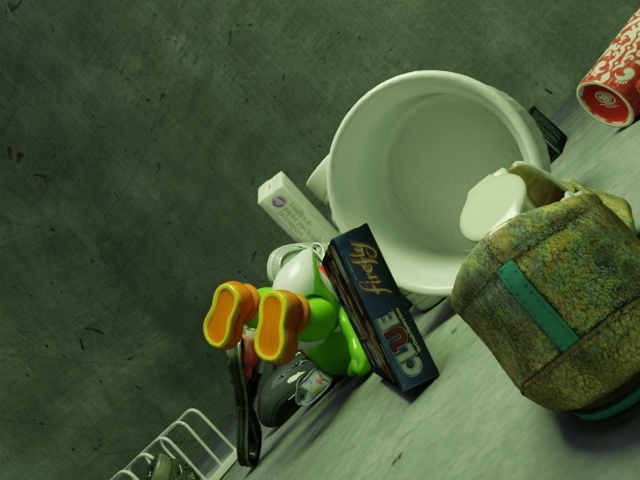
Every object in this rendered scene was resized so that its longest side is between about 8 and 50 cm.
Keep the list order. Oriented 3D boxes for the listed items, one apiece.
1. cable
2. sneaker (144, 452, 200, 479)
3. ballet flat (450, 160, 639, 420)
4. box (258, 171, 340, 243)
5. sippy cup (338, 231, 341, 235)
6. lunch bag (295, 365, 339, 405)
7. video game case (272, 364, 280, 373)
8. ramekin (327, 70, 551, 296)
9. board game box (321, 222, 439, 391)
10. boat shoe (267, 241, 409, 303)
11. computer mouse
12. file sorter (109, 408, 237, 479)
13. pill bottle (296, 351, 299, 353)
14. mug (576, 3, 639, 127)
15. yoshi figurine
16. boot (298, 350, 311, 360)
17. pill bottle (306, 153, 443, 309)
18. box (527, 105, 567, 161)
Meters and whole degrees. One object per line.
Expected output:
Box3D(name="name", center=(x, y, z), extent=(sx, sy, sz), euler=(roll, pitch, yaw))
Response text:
Box3D(name="cable", center=(-0.117, 0.263, 1.144), extent=(0.072, 0.287, 0.139), euler=(-2, 0, 11))
Box3D(name="sneaker", center=(-0.279, 0.519, 1.198), extent=(0.087, 0.130, 0.227), euler=(-42, 28, 52))
Box3D(name="ballet flat", center=(0.146, 0.001, 0.443), extent=(0.123, 0.123, 0.348), euler=(-46, -4, 18))
Box3D(name="box", center=(0.000, 0.000, 1.334), extent=(0.063, 0.324, 0.067), euler=(-35, 30, 16))
Box3D(name="sippy cup", center=(0.169, 0.050, 1.892), extent=(0.306, 0.240, 0.224), euler=(-16, 4, 38))
Box3D(name="lunch bag", center=(-0.011, 0.272, 1.248), extent=(0.083, 0.053, 0.071), euler=(-50, -11, 19))
Box3D(name="video game case", center=(-0.087, 0.292, 1.701), extent=(0.275, 0.035, 0.248), euler=(-4, -83, -84))
Box3D(name="ramekin", center=(0.160, -0.079, 0.851), extent=(0.277, 0.277, 0.135), euler=(-47, -11, 31))
Box3D(name="board game box", center=(0.058, 0.078, 0.753), extent=(0.042, 0.165, 0.243), euler=(-25, -6, -5))
Box3D(name="boat shoe", center=(0.059, 0.060, 1.252), extent=(0.103, 0.321, 0.118), euler=(139, 138, -62))
Box3D(name="computer mouse", center=(-0.068, 0.267, 1.436), extent=(0.262, 0.060, 0.184), euler=(-45, 40, -2))
Box3D(name="file sorter", center=(-0.350, 0.546, 1.506), extent=(0.193, 0.173, 0.278), euler=(-46, -4, 28))
Box3D(name="pill bottle", center=(0.014, 0.232, 1.594), extent=(0.117, 0.117, 0.208), euler=(-43, -5, -29))
Box3D(name="mug", center=(0.456, -0.256, 0.921), extent=(0.169, 0.113, 0.150), euler=(-48, -5, -6))
Box3D(name="yoshi figurine", center=(-0.009, 0.151, 1.056), extent=(0.203, 0.203, 0.362), euler=(-39, -23, 27))
Box3D(name="boot", center=(0.050, 0.188, 1.323), extent=(0.305, 0.115, 0.112), euler=(-3, -47, -52))
Box3D(name="pill bottle", center=(0.121, -0.038, 1.070), extent=(0.161, 0.283, 0.161), euler=(-45, -4, -4))
Box3D(name="box", center=(0.442, -0.195, 1.446), extent=(0.153, 0.108, 0.207), euler=(-47, -4, 29))
